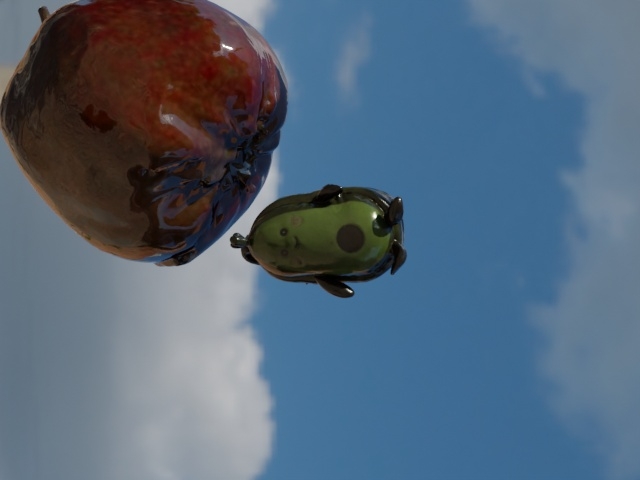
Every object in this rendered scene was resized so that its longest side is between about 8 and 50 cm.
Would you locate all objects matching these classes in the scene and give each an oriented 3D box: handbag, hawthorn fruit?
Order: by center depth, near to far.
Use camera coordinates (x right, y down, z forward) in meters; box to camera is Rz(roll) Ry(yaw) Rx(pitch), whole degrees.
[{"bbox_3d":[0.000,0.000,1.158,0.047,0.111,0.072,-39,124,-80],"label":"handbag"},{"bbox_3d":[-0.202,-0.136,2.036,0.308,0.325,0.308,10,90,-80],"label":"hawthorn fruit"}]
